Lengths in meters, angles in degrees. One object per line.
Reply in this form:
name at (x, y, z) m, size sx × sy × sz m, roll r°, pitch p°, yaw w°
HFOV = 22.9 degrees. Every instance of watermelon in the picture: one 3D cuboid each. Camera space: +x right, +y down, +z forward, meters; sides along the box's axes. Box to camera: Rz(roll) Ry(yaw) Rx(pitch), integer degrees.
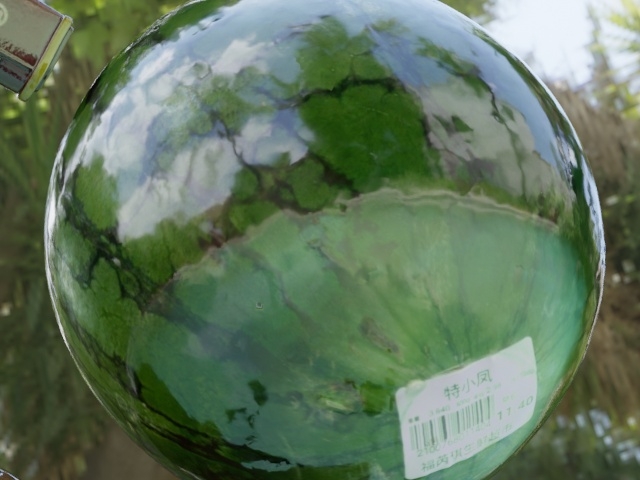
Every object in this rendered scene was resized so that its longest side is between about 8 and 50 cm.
watermelon at (0.000, 0.000, 0.988) m, size 0.363 × 0.363 × 0.363 m, roll -13°, pitch -28°, yaw -7°

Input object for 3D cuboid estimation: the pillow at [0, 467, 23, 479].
pillow at (-0.111, 0.279, 0.968) m, size 0.308 × 0.108 × 0.305 m, roll 29°, pitch -42°, yaw 6°

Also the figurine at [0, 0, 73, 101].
figurine at (-0.303, -0.175, 1.352) m, size 0.154 × 0.098 × 0.082 m, roll 27°, pitch -25°, yaw -18°
